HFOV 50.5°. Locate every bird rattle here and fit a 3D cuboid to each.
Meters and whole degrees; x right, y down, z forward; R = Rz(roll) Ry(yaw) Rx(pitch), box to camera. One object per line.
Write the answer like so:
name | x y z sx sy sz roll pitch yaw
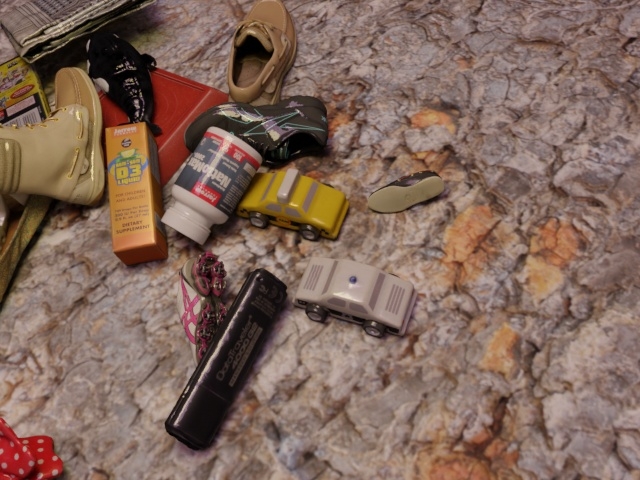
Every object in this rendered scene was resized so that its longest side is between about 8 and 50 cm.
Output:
bird rattle | -0.464 0.372 0.902 0.253 0.143 0.207 -18 68 -21

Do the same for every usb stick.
usb stick | -0.133 0.169 0.997 0.045 0.077 0.278 -8 48 52

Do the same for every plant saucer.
plant saucer | -0.343 -0.243 1.312 0.258 0.048 0.259 23 63 19

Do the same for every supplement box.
supplement box | -0.315 -0.082 1.155 0.078 0.080 0.234 -11 68 0

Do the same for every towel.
towel | -0.525 -0.503 1.443 0.312 0.056 0.324 -32 41 -14

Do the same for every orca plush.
orca plush | -0.389 -0.317 1.274 0.151 0.102 0.287 -13 56 -3

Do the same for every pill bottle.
pill bottle | -0.186 -0.088 1.139 0.108 0.108 0.180 28 84 22

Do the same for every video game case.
video game case | -0.662 -0.229 1.317 0.274 0.035 0.248 -28 55 -4

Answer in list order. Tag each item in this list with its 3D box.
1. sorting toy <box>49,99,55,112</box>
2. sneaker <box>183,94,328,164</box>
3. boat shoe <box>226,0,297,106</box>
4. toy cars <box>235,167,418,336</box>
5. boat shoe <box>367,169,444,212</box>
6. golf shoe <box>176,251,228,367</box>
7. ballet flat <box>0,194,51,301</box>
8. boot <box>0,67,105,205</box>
sorting toy | -0.515 -0.276 1.356 0.075 0.045 0.083 26 74 35
sneaker | -0.114 -0.191 1.222 0.267 0.101 0.106 -12 59 -1
boat shoe | -0.115 -0.379 1.338 0.121 0.110 0.341 0 56 5
toy cars | 0.000 0.000 1.092 0.176 0.087 0.394 -28 58 -12
boat shoe | 0.144 -0.084 1.161 0.133 0.049 0.042 -18 29 2
golf shoe | -0.186 0.116 1.058 0.086 0.067 0.186 -26 60 39
ballet flat | -0.550 -0.029 1.151 0.123 0.123 0.349 4 57 8
boot | -0.487 -0.193 1.168 0.095 0.203 0.262 -17 77 41
